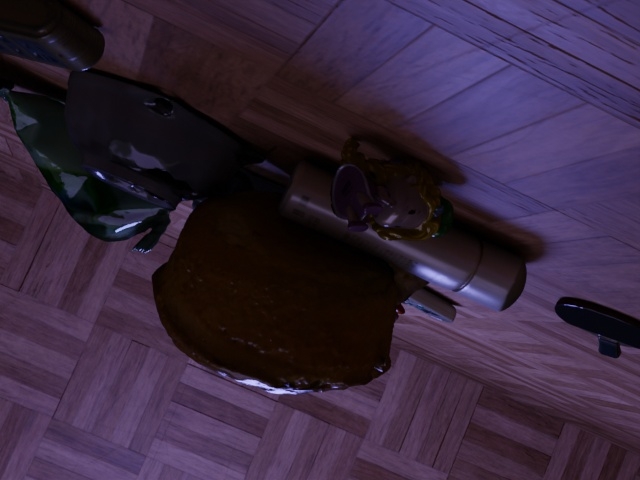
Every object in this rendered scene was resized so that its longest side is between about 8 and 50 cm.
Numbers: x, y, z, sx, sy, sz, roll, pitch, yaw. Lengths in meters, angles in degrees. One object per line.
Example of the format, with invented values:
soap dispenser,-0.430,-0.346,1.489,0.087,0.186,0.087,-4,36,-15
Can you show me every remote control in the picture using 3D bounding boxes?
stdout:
remote control,0.184,0.107,2.191,0.221,0.042,0.078,28,170,-38

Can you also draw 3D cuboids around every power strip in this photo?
power strip,-0.414,-0.265,1.323,0.387,0.066,0.092,19,169,34

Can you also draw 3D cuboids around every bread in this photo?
bread,-0.052,0.065,1.563,0.336,0.204,0.358,13,-160,-26

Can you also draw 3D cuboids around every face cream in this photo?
face cream,0.115,-0.002,1.485,0.348,0.081,0.173,24,179,-3

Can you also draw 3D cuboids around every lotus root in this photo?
lotus root,0.105,0.050,1.801,0.159,0.095,0.135,1,162,23

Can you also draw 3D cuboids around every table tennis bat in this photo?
table tennis bat,0.450,0.145,1.743,0.173,0.022,0.301,20,170,20

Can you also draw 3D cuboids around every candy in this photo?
candy,-0.403,-0.141,1.807,0.398,0.172,0.263,37,166,-6

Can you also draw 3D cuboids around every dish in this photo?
dish,-0.243,-0.125,1.572,0.303,0.120,0.303,23,173,3

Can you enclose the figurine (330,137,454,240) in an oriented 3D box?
figurine,0.084,-0.059,1.263,0.156,0.115,0.095,6,149,-34

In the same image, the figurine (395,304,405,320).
figurine,0.144,0.159,2.561,0.083,0.071,0.067,36,-151,-29

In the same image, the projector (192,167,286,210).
projector,-0.080,-0.030,1.817,0.256,0.099,0.192,23,171,-3
